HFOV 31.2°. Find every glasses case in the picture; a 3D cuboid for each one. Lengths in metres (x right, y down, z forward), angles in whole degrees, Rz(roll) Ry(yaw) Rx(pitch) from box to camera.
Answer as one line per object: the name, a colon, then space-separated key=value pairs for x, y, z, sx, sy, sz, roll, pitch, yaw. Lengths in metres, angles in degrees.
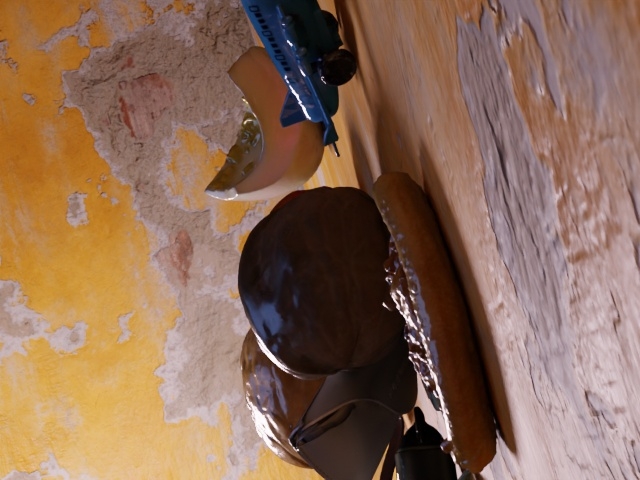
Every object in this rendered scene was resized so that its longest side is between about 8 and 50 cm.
glasses case: x=0.068 y=0.186 z=1.424 sx=0.128 sy=0.083 sz=0.308 roll=57 pitch=-148 yaw=-15

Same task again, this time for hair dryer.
hair dryer: x=0.151 y=0.327 z=1.479 sx=0.248 sy=0.078 sz=0.195 roll=53 pitch=-149 yaw=-69

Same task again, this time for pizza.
pizza: x=0.099 y=0.070 z=1.019 sx=0.134 sy=0.056 sz=0.271 roll=-160 pitch=54 yaw=-76

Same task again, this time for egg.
egg: x=-0.070 y=-0.177 z=1.921 sx=0.206 sy=0.162 sz=0.271 roll=-35 pitch=-32 yaw=-60

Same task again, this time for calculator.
calculator: x=0.124 y=0.147 z=1.317 sx=0.153 sy=0.021 sz=0.095 roll=-155 pitch=48 yaw=-87

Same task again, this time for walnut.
walnut: x=0.005 y=0.047 z=1.323 sx=0.224 sy=0.224 sz=0.224 roll=163 pitch=90 yaw=-87
walnut: x=-0.003 y=0.234 z=1.970 sx=0.252 sy=0.277 sz=0.313 roll=-14 pitch=88 yaw=56

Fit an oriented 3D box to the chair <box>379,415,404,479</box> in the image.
chair: x=0.121 y=0.486 z=2.124 sx=0.176 sy=0.183 sz=0.326 roll=-23 pitch=41 yaw=64

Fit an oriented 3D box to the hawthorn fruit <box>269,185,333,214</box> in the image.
hawthorn fruit: x=0.000 y=0.000 z=1.577 sx=0.194 sy=0.157 sz=0.157 roll=173 pitch=80 yaw=-84

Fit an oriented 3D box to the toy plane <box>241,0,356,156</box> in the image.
toy plane: x=-0.025 y=-0.224 z=1.236 sx=0.254 sy=0.105 sz=0.271 roll=-110 pitch=6 yaw=-45

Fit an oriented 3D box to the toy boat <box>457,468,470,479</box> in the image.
toy boat: x=0.150 y=0.405 z=1.302 sx=0.210 sy=0.070 sz=0.291 roll=27 pitch=-99 yaw=-51
